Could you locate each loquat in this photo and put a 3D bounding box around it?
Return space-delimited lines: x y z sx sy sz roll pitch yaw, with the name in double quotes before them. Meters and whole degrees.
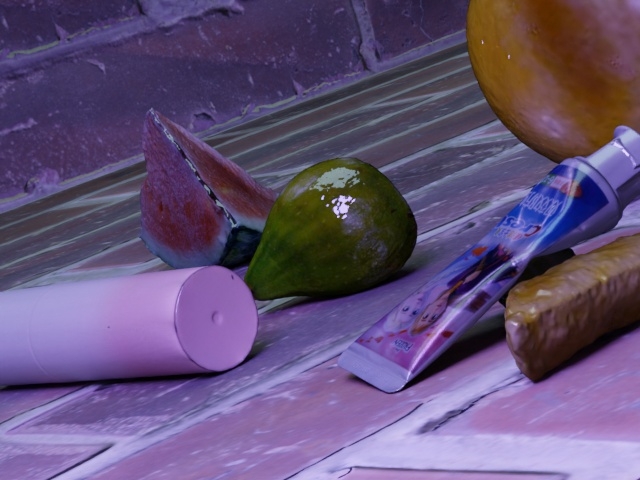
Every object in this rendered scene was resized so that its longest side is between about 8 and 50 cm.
"loquat" 0.315 -0.198 1.834 0.328 0.328 0.359 -22 54 -33

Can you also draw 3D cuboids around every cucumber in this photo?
"cucumber" 0.161 0.038 1.437 0.067 0.035 0.107 -24 17 0

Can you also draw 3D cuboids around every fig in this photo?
"fig" 0.000 0.000 1.761 0.156 0.123 0.123 -35 12 -10

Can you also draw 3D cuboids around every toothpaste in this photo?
"toothpaste" 0.130 0.016 1.415 0.266 0.061 0.096 -37 21 -13

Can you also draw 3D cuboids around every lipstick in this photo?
"lipstick" -0.190 0.076 1.702 0.087 0.087 0.327 -24 11 -41

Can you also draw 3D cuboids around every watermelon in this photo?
"watermelon" -0.134 -0.031 2.125 0.136 0.202 0.207 -56 7 1

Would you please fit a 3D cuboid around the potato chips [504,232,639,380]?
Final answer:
"potato chips" 0.276 0.003 1.355 0.407 0.057 0.080 -20 22 -25
